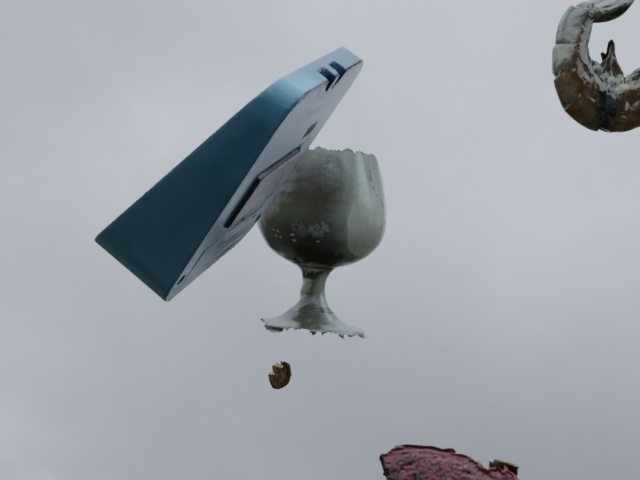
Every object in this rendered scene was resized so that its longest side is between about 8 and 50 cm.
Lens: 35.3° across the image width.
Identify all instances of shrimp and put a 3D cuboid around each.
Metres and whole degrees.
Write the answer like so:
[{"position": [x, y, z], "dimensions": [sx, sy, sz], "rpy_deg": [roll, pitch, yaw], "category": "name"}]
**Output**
[{"position": [0.535, -0.325, 1.764], "dimensions": [0.247, 0.360, 0.085], "rpy_deg": [59, -27, -3], "category": "shrimp"}]

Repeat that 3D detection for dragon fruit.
[{"position": [0.238, 0.458, 1.549], "dimensions": [0.205, 0.317, 0.152], "rpy_deg": [-19, -33, -1], "category": "dragon fruit"}]

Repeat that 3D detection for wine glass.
[{"position": [0.000, 0.000, 1.733], "dimensions": [0.237, 0.323, 0.238], "rpy_deg": [8, 1, 0], "category": "wine glass"}]

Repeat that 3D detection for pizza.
[{"position": [-0.064, 0.214, 1.606], "dimensions": [0.037, 0.016, 0.083], "rpy_deg": [32, -39, 9], "category": "pizza"}]

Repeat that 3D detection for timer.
[{"position": [-0.077, -0.082, 0.950], "dimensions": [0.091, 0.232, 0.250], "rpy_deg": [41, -65, 2], "category": "timer"}]
